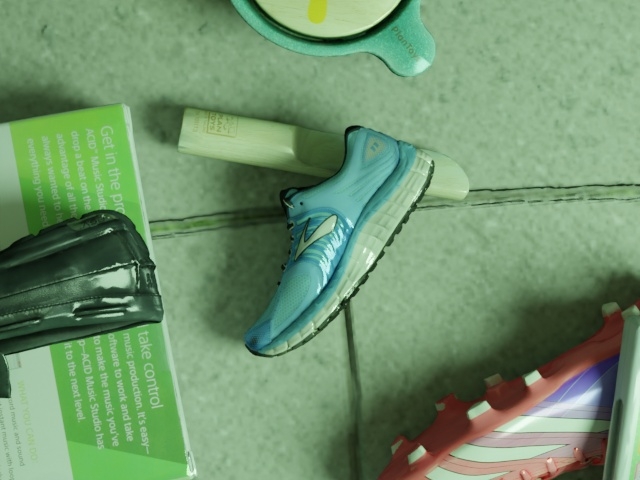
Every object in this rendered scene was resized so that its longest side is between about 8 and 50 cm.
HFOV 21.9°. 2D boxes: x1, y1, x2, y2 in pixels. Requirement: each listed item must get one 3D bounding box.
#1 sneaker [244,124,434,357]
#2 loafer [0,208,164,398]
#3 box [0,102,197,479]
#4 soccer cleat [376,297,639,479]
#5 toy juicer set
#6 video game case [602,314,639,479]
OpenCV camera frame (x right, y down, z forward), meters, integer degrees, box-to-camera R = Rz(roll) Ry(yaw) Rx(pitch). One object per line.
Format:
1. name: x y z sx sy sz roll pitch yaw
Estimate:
1. sneaker: 0.000 0.000 1.015 0.073 0.063 0.162 35 94 5
2. loafer: -0.195 0.055 0.925 0.223 0.076 0.078 -22 82 -12
3. box: -0.252 0.059 0.985 0.322 0.058 0.232 -10 88 -7
4. soccer cleat: 0.151 0.114 1.025 0.248 0.083 0.095 -31 96 -11
5. toy juicer set: -0.034 -0.169 1.008 0.209 0.089 0.329 -11 89 -8
6. video game case: 0.271 0.145 1.024 0.212 0.023 0.193 3 99 -19
